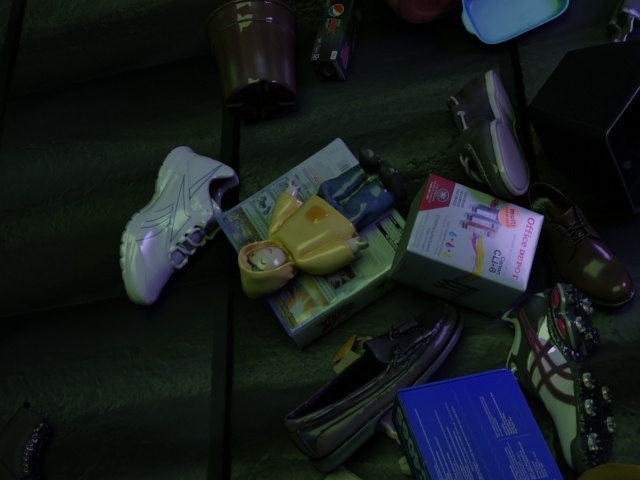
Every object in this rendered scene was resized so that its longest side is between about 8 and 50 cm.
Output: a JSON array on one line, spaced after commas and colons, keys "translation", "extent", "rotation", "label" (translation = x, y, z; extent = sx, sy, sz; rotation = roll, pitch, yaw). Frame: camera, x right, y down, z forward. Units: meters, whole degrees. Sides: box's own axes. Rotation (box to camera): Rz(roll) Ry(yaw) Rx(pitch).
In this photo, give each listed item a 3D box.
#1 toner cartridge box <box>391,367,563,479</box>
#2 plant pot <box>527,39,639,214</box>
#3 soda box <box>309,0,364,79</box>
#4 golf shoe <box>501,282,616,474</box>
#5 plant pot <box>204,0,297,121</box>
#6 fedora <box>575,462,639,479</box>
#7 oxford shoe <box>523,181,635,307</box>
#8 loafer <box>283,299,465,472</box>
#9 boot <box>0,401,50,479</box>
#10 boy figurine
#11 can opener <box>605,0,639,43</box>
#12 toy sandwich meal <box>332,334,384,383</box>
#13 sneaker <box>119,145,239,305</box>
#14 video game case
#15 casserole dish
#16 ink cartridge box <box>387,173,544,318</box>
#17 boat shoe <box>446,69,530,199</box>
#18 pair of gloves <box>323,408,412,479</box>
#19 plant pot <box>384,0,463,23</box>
[{"translation": [0.219, 0.330, 1.222], "extent": [0.165, 0.075, 0.347], "rotation": [-10, 50, -11], "label": "toner cartridge box"}, {"translation": [0.419, -0.181, 1.457], "extent": [0.167, 0.188, 0.187], "rotation": [23, 70, 41], "label": "plant pot"}, {"translation": [0.031, -0.370, 1.769], "extent": [0.053, 0.060, 0.168], "rotation": [3, 63, 22], "label": "soda box"}, {"translation": [0.319, 0.192, 1.328], "extent": [0.120, 0.105, 0.272], "rotation": [-22, 50, 28], "label": "golf shoe"}, {"translation": [-0.112, -0.310, 1.732], "extent": [0.167, 0.167, 0.165], "rotation": [-15, 65, 11], "label": "plant pot"}, {"translation": [0.399, 0.333, 1.193], "extent": [0.194, 0.194, 0.079], "rotation": [18, 30, 27], "label": "fedora"}, {"translation": [0.361, 0.005, 1.412], "extent": [0.083, 0.096, 0.227], "rotation": [-35, 57, -5], "label": "oxford shoe"}, {"translation": [0.076, 0.185, 1.378], "extent": [0.302, 0.095, 0.109], "rotation": [-45, 14, -12], "label": "loafer"}, {"translation": [-0.443, 0.339, 1.513], "extent": [0.198, 0.077, 0.137], "rotation": [27, 67, 29], "label": "boot"}, {"translation": [-0.013, -0.025, 1.489], "extent": [0.285, 0.092, 0.177], "rotation": [-36, 58, -9], "label": "boy figurine"}, {"translation": [0.517, -0.349, 1.595], "extent": [0.095, 0.076, 0.283], "rotation": [30, 71, -3], "label": "can opener"}, {"translation": [0.055, 0.177, 1.455], "extent": [0.086, 0.029, 0.085], "rotation": [-9, 58, 14], "label": "toy sandwich meal"}, {"translation": [-0.235, -0.025, 1.634], "extent": [0.129, 0.111, 0.297], "rotation": [13, 67, 19], "label": "sneaker"}, {"translation": [0.000, 0.000, 1.560], "extent": [0.244, 0.061, 0.269], "rotation": [-33, 55, -3], "label": "video game case"}, {"translation": [0.330, -0.402, 1.678], "extent": [0.189, 0.037, 0.114], "rotation": [-25, 81, 4], "label": "casserole dish"}, {"translation": [0.207, 0.010, 1.407], "extent": [0.176, 0.127, 0.128], "rotation": [20, 67, -2], "label": "ink cartridge box"}, {"translation": [0.246, -0.147, 1.494], "extent": [0.096, 0.112, 0.335], "rotation": [-27, 27, 22], "label": "boat shoe"}, {"translation": [0.124, 0.325, 1.337], "extent": [0.240, 0.042, 0.204], "rotation": [-46, 57, -11], "label": "pair of gloves"}, {"translation": [0.181, -0.512, 1.688], "extent": [0.291, 0.291, 0.203], "rotation": [-26, 72, 3], "label": "plant pot"}]
